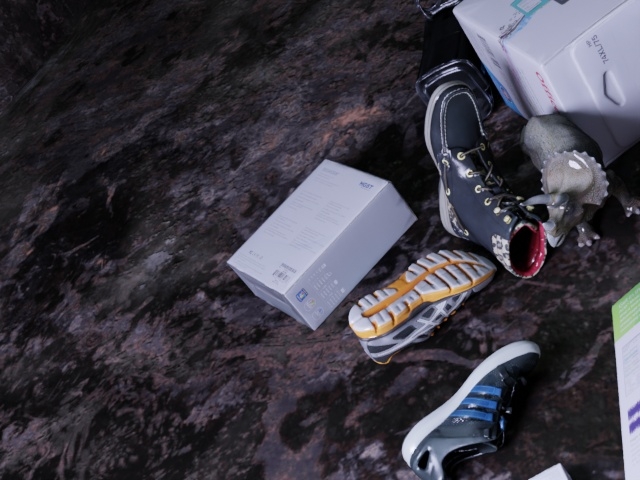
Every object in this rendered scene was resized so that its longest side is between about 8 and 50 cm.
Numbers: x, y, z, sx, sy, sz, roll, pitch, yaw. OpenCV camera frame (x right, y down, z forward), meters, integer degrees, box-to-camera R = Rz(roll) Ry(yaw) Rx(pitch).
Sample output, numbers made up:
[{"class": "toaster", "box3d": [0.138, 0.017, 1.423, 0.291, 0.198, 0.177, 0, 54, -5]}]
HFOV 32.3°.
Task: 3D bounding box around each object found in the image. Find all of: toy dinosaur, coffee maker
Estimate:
[{"class": "toy dinosaur", "box3d": [0.318, -0.100, 1.409, 0.121, 0.160, 0.313, -27, 35, 17]}, {"class": "coffee maker", "box3d": [0.203, -0.288, 1.743, 0.120, 0.171, 0.178, -51, 18, 39]}]

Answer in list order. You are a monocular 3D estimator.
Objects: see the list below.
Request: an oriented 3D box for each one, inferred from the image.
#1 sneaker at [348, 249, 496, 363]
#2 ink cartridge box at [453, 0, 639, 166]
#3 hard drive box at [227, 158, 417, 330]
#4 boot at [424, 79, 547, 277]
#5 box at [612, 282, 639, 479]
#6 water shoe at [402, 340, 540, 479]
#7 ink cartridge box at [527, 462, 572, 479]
[{"class": "sneaker", "box3d": [0.136, 0.084, 1.445, 0.215, 0.083, 0.084, -26, 35, -14]}, {"class": "ink cartridge box", "box3d": [0.358, -0.270, 1.543, 0.197, 0.198, 0.270, -37, 33, 1]}, {"class": "hard drive box", "box3d": [0.000, 0.000, 1.664, 0.232, 0.089, 0.181, -47, 34, -11]}, {"class": "boot", "box3d": [0.219, -0.078, 1.432, 0.085, 0.236, 0.178, -22, 33, -17]}, {"class": "box", "box3d": [0.387, 0.102, 1.066, 0.232, 0.058, 0.322, -48, 15, 33]}, {"class": "water shoe", "box3d": [0.189, 0.204, 1.268, 0.203, 0.073, 0.080, -43, 54, 1]}, {"class": "ink cartridge box", "box3d": [0.243, 0.289, 1.129, 0.063, 0.029, 0.115, -32, 34, 10]}]
